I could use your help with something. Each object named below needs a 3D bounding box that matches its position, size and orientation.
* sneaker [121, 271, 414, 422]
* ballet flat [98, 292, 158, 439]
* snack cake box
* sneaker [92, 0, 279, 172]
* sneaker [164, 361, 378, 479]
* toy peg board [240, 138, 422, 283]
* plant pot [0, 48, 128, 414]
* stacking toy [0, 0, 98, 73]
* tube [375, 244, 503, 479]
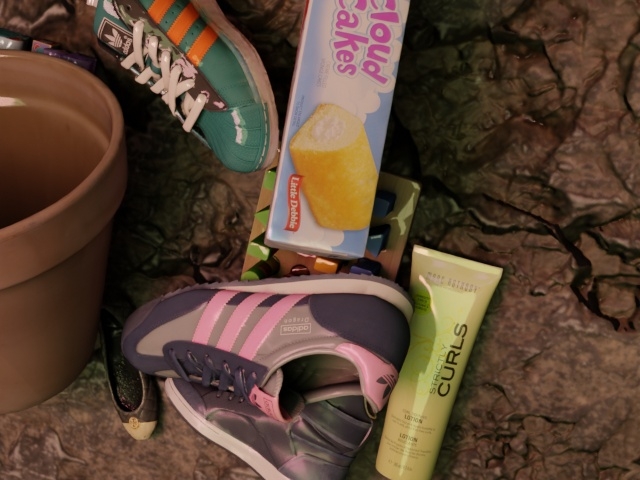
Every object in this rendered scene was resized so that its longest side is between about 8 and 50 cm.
[{"bbox_3d":[-0.068,0.115,1.116,0.319,0.131,0.112,-10,137,24],"label":"sneaker"},{"bbox_3d":[-0.222,0.143,1.268,0.057,0.049,0.173,-9,100,19],"label":"ballet flat"},{"bbox_3d":[0.014,-0.118,1.035,0.089,0.152,0.264,10,88,-2],"label":"snack cake box"},{"bbox_3d":[-0.151,-0.185,1.090,0.302,0.121,0.108,60,146,15],"label":"sneaker"},{"bbox_3d":[-0.044,0.160,1.205,0.226,0.086,0.163,34,102,15],"label":"sneaker"},{"bbox_3d":[0.000,0.000,1.152,0.160,0.079,0.161,18,108,12],"label":"toy peg board"},{"bbox_3d":[-0.336,0.013,1.123,0.323,0.323,0.280,10,130,14],"label":"plant pot"},{"bbox_3d":[-0.304,-0.200,1.210,0.221,0.052,0.167,17,107,13],"label":"stacking toy"},{"bbox_3d":[0.110,0.129,1.163,0.070,0.062,0.240,7,104,-27],"label":"tube"}]
